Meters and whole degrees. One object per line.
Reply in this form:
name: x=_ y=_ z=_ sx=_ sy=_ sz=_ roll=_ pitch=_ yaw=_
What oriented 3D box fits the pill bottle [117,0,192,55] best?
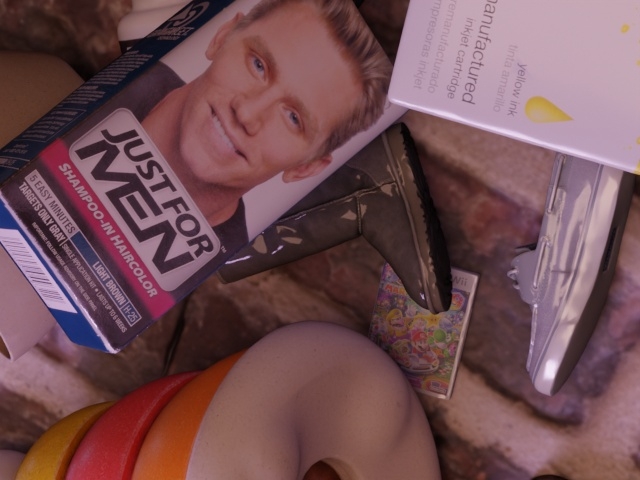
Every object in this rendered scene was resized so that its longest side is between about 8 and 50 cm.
pill bottle: x=-0.120 y=-0.156 z=1.759 sx=0.108 sy=0.108 sz=0.193 roll=-8 pitch=99 yaw=18

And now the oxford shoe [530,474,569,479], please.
oxford shoe: x=0.272 y=0.276 z=1.757 sx=0.212 sy=0.076 sz=0.076 roll=17 pitch=105 yaw=11

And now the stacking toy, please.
stacking toy: x=-0.158 y=0.250 z=1.808 sx=0.480 sy=0.351 sz=0.350 roll=-3 pitch=102 yaw=37

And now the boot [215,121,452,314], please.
boot: x=0.001 y=0.001 z=1.770 sx=0.209 sy=0.076 sz=0.189 roll=-18 pitch=76 yaw=13

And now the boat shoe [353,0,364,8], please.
boat shoe: x=-0.018 y=-0.248 z=1.746 sx=0.040 sy=0.049 sz=0.142 roll=-41 pitch=86 yaw=-13

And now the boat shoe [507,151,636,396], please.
boat shoe: x=0.208 y=0.019 z=1.723 sx=0.081 sy=0.079 sz=0.227 roll=19 pitch=102 yaw=21

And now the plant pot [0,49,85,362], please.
plant pot: x=-0.279 y=-0.060 z=1.769 sx=0.191 sy=0.284 sz=0.284 roll=-35 pitch=91 yaw=-14

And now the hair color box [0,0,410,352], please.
hair color box: x=-0.106 y=-0.082 z=1.650 sx=0.347 sy=0.105 sz=0.174 roll=-41 pitch=110 yaw=-20

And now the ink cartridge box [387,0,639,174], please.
ink cartridge box: x=0.281 y=-0.200 z=1.601 sx=0.385 sy=0.160 sz=0.279 roll=17 pitch=106 yaw=12

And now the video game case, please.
video game case: x=0.089 y=0.077 z=1.800 sx=0.087 sy=0.011 sz=0.122 roll=16 pitch=106 yaw=13
